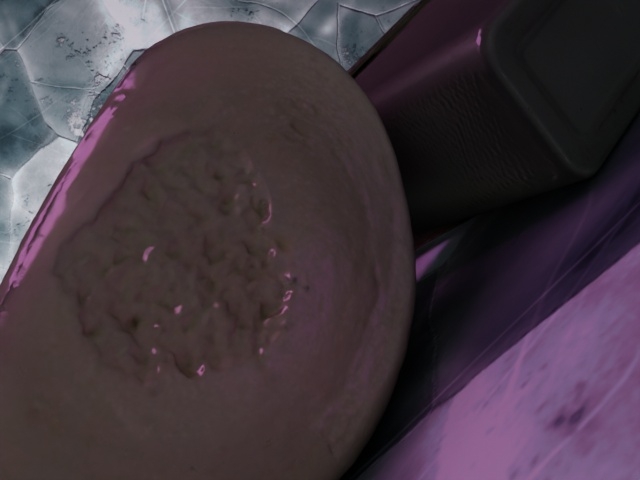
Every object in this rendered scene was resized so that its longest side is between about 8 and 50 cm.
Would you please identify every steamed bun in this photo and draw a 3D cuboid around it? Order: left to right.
[{"bbox_3d":[-0.103,0.078,0.670,0.455,0.290,0.371,-70,11,-24],"label":"steamed bun"}]

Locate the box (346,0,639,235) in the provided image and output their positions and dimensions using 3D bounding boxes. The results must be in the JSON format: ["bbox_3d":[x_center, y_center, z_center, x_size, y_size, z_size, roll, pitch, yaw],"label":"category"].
[{"bbox_3d":[0.173,-0.171,0.794,0.352,0.177,0.344,-48,15,-28],"label":"box"}]

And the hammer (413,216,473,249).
[{"bbox_3d":[0.105,0.015,1.048,0.168,0.044,0.440,-51,4,-25],"label":"hammer"}]
